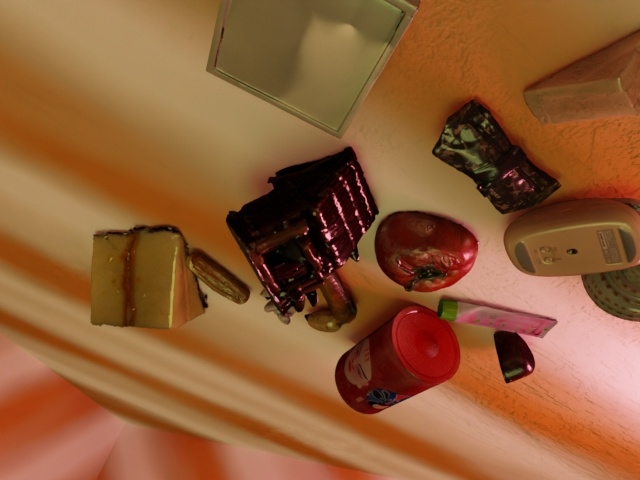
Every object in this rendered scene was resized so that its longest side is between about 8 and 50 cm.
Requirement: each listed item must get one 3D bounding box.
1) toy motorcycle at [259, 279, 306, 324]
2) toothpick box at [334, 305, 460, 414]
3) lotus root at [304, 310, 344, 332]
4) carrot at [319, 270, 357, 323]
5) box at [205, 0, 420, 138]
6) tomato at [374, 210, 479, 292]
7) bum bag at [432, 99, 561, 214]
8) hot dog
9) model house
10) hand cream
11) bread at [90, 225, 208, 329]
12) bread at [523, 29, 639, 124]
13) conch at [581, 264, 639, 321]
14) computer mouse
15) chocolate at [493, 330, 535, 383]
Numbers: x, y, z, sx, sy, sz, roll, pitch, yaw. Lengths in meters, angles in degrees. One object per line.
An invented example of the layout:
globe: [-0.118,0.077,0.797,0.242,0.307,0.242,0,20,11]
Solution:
toy motorcycle: [-0.103,0.114,1.185,0.171,0.110,0.260,43,149,3]
toothpick box: [0.197,0.335,1.248,0.204,0.204,0.333,25,140,-9]
lotus root: [0.021,0.227,1.290,0.152,0.063,0.072,-5,162,38]
carrot: [0.027,0.119,1.157,0.070,0.070,0.260,-5,136,26]
box: [-0.014,-0.300,0.632,0.225,0.117,0.225,25,142,-9]
tomato: [0.218,0.042,0.972,0.228,0.101,0.228,8,140,7]
bum bag: [0.290,-0.125,0.763,0.248,0.069,0.102,35,102,-19]
hot dog: [-0.288,0.107,1.277,0.216,0.066,0.047,41,179,-28]
model house: [0.000,0.000,0.894,0.283,0.297,0.317,-32,129,-10]
hand cream: [0.429,0.192,1.120,0.275,0.050,0.079,10,167,1]
bread: [-0.515,0.098,1.377,0.346,0.242,0.404,11,108,14]
bread: [0.385,-0.227,0.644,0.077,0.105,0.152,43,167,-29]
conch: [0.594,0.092,0.860,0.172,0.131,0.200,-2,137,22]
computer mouse: [0.458,-0.004,0.826,0.237,0.082,0.145,-14,120,39]
chocolate: [0.501,0.291,1.171,0.080,0.125,0.149,-18,167,25]
